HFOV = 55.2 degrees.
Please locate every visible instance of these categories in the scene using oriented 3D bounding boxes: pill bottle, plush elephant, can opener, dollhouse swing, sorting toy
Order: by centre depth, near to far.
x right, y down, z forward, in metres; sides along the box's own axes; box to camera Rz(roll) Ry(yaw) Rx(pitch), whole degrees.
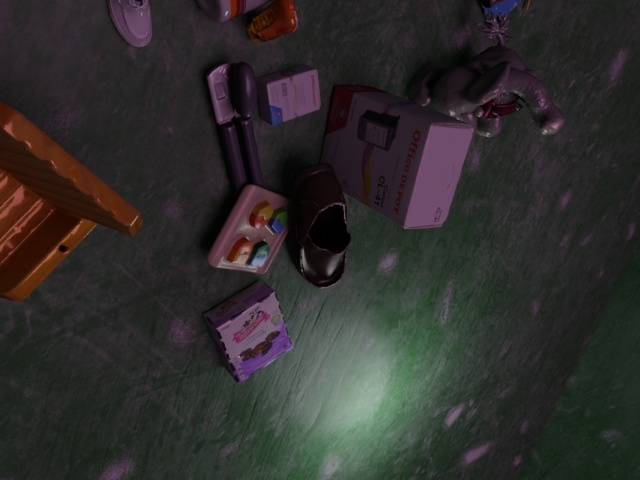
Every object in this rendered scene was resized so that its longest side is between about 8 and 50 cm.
[{"bbox_3d":[-0.493,-0.039,0.874,0.315,0.305,0.347,-48,136,-7],"label":"dollhouse swing"},{"bbox_3d":[-0.110,-0.476,1.065,0.221,0.121,0.121,-33,131,-21],"label":"pill bottle"},{"bbox_3d":[-0.161,-0.213,1.205,0.074,0.093,0.280,-26,133,-24],"label":"can opener"},{"bbox_3d":[-0.136,-0.015,1.336,0.193,0.038,0.208,-61,152,6],"label":"sorting toy"},{"bbox_3d":[0.373,-0.339,1.450,0.255,0.272,0.330,-36,120,-20],"label":"plush elephant"}]

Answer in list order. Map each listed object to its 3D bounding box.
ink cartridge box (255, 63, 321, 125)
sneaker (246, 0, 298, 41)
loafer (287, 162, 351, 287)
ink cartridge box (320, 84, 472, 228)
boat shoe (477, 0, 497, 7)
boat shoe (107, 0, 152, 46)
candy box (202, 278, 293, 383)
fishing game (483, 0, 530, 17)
[{"bbox_3d":[-0.065,-0.299,1.254,0.122,0.052,0.088,-24,128,-26],"label":"ink cartridge box"},{"bbox_3d":[-0.087,-0.391,1.102,0.067,0.175,0.064,-25,98,-20],"label":"sneaker"},{"bbox_3d":[0.000,0.000,1.382,0.134,0.130,0.366,-19,140,-10],"label":"loafer"},{"bbox_3d":[0.145,-0.187,1.313,0.131,0.306,0.226,-5,117,-37],"label":"ink cartridge box"},{"bbox_3d":[0.305,-0.611,1.333,0.319,0.116,0.099,14,111,-40],"label":"boat shoe"},{"bbox_3d":[-0.305,-0.403,0.987,0.066,0.063,0.184,-20,125,-30],"label":"boat shoe"},{"bbox_3d":[-0.168,0.216,1.453,0.165,0.070,0.196,-31,131,-22],"label":"candy box"},{"bbox_3d":[0.453,-0.640,1.496,0.264,0.041,0.189,-2,113,-39],"label":"fishing game"}]
